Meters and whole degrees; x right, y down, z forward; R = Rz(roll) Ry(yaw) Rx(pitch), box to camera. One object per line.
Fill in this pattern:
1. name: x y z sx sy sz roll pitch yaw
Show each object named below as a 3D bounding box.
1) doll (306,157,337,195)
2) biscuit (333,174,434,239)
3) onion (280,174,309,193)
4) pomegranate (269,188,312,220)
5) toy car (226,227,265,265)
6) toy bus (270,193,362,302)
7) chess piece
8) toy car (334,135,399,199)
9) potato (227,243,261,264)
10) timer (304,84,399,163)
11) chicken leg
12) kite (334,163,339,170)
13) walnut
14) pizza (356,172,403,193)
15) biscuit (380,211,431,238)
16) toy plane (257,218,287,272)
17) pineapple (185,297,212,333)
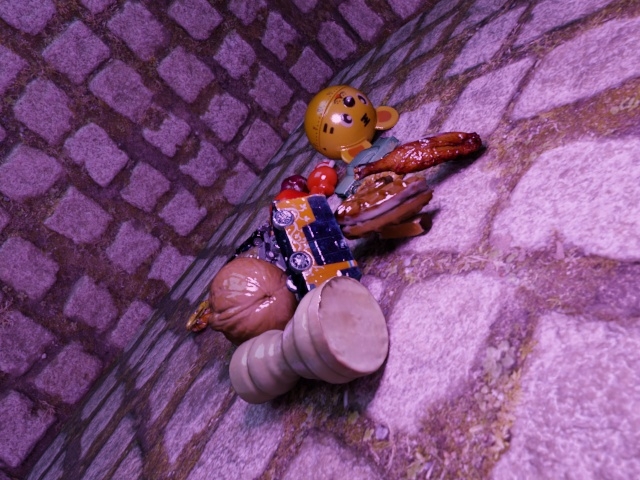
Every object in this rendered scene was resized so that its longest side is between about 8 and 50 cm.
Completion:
1. doll: 0.007 -0.274 2.058 0.161 0.130 0.290 -31 33 32
2. biscuit: 0.168 -0.105 1.355 0.268 0.115 0.366 -30 9 -6
3. onion: -0.141 -0.253 2.297 0.173 0.135 0.198 -42 24 25
4. pomegranate: -0.100 -0.107 1.888 0.221 0.221 0.257 -46 -11 8
5. toy car: -0.349 0.048 2.213 0.301 0.118 0.193 -46 13 9
6. toy bus: -0.023 0.033 1.300 0.161 0.194 0.323 104 147 -55
7. chess piece: -0.053 0.278 1.134 0.442 0.234 0.234 -36 24 41
8. toy car: 0.178 -0.302 1.810 0.320 0.097 0.141 -50 20 -3
9. potato: -0.308 0.120 1.942 0.262 0.165 0.165 -40 23 27
10. timer: 0.128 -0.531 2.039 0.387 0.376 0.376 27 72 26
11. chicken leg: 0.274 -0.254 1.341 0.407 0.095 0.158 -12 10 25
12. kite: 0.050 -0.364 2.290 0.222 0.008 0.125 -24 32 47
13. walnut: -0.226 0.206 1.449 0.333 0.333 0.332 -40 23 21
14. pizza: 0.200 -0.208 1.662 0.292 0.058 0.197 -34 25 34
15. biscuit: 0.246 -0.044 1.304 0.056 0.052 0.188 -47 19 -26
16. toy plane: -0.214 0.032 1.807 0.204 0.103 0.315 -35 56 33
17. pineapple: -0.565 0.366 2.142 0.225 0.076 0.224 -42 19 18
